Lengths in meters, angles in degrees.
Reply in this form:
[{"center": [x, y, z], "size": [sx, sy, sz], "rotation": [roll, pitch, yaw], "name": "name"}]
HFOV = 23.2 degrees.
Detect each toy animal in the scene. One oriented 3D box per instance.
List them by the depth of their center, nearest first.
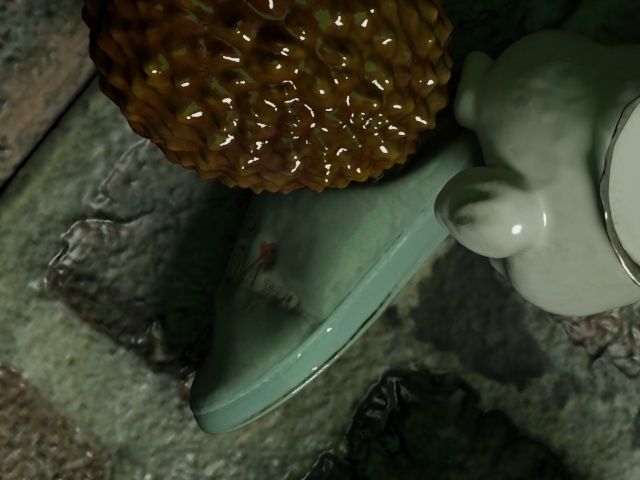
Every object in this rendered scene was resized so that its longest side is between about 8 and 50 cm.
[{"center": [0.223, -0.042, 0.870], "size": [0.325, 0.154, 0.208], "rotation": [14, 97, -28], "name": "toy animal"}]

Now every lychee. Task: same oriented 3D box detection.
[{"center": [-0.040, -0.124, 0.833], "size": [0.238, 0.200, 0.200], "rotation": [32, 92, -2], "name": "lychee"}]

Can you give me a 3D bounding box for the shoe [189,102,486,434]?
[{"center": [0.000, 0.000, 0.899], "size": [0.100, 0.103, 0.251], "rotation": [45, 85, -10], "name": "shoe"}]
